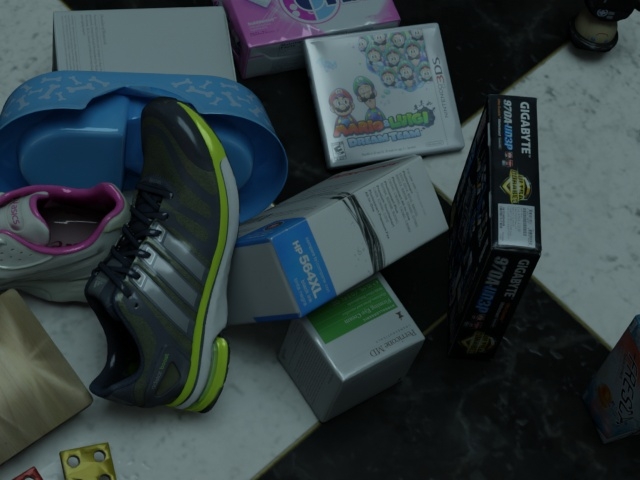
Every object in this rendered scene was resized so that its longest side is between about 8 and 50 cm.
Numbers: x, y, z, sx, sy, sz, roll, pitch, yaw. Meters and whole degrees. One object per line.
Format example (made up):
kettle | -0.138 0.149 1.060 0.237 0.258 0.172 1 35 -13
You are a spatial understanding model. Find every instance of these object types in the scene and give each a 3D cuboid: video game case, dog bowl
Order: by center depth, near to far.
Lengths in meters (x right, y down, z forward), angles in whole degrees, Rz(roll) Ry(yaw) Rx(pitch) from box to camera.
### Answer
dog bowl | -0.182 -0.093 1.600 0.297 0.166 0.074 1 48 -9
video game case | 0.068 -0.156 1.729 0.157 0.019 0.143 -9 83 -17

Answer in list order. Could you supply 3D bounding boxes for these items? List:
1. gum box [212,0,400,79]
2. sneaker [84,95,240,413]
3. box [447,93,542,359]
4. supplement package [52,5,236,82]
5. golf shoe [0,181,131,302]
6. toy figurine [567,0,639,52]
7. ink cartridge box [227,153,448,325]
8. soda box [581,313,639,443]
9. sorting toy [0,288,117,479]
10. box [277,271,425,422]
gum box | -0.020 -0.251 1.773 0.188 0.062 0.107 -13 63 -17
sneaker | -0.150 0.019 1.472 0.121 0.111 0.300 -5 100 -36
box | 0.166 -0.009 1.571 0.051 0.220 0.175 6 58 -4
supplement package | -0.185 -0.170 1.671 0.179 0.105 0.105 -4 60 -12
golf shoe | -0.319 -0.003 1.528 0.306 0.140 0.115 -7 62 -13
toy figurine | 0.316 -0.342 1.848 0.213 0.148 0.209 39 55 16
ink cartridge box | 0.000 0.000 1.552 0.203 0.148 0.086 -28 100 -34
soda box | 0.311 0.129 1.537 0.063 0.183 0.058 -14 63 -16
sorting toy | -0.298 0.143 1.489 0.132 0.046 0.274 -34 83 -25
box | 0.028 0.103 1.549 0.101 0.102 0.087 -26 70 -24
